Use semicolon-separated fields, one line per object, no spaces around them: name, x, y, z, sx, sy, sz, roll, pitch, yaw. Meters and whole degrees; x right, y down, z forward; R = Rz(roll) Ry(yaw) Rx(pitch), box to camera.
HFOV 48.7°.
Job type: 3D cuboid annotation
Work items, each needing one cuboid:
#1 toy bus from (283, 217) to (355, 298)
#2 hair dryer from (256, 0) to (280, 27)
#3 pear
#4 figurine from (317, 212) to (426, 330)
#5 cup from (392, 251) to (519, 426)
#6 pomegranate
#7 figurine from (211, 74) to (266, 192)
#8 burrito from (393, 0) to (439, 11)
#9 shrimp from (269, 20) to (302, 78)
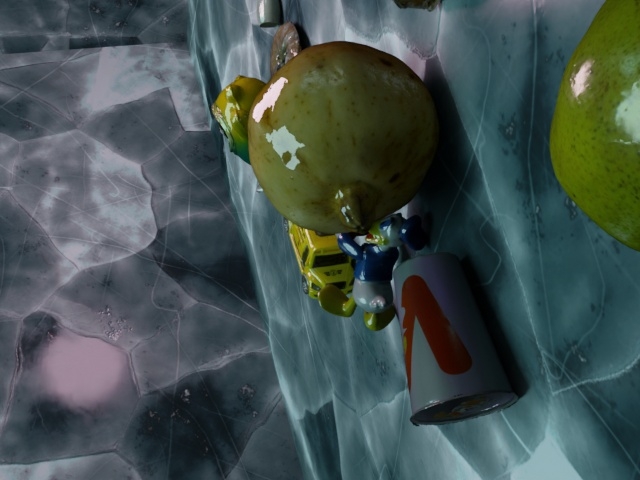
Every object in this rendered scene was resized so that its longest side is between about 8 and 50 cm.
toy bus;0.000;0.000;1.982;0.152;0.144;0.330;104;153;-50
hair dryer;-0.178;-0.784;2.304;0.237;0.076;0.206;-158;67;-79
pear;0.353;-0.122;0.612;0.294;0.295;0.294;171;90;-73
figurine;0.141;0.018;1.600;0.338;0.205;0.283;132;135;-53
cup;0.229;0.179;1.316;0.203;0.203;0.288;113;151;-59
pomegranate;0.046;-0.178;1.373;0.410;0.410;0.409;171;90;-73
figurine;-0.184;-0.339;2.154;0.340;0.232;0.323;62;-164;-22
burrito;0.128;-0.543;1.334;0.143;0.105;0.299;48;-168;-49
shrimp;-0.075;-0.495;2.057;0.445;0.110;0.221;-116;32;-52
